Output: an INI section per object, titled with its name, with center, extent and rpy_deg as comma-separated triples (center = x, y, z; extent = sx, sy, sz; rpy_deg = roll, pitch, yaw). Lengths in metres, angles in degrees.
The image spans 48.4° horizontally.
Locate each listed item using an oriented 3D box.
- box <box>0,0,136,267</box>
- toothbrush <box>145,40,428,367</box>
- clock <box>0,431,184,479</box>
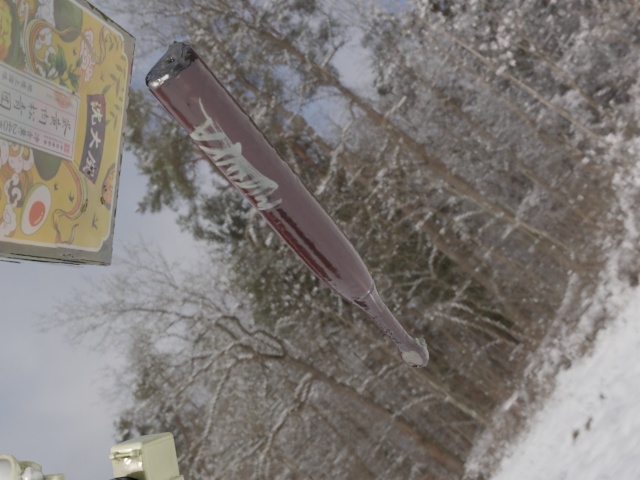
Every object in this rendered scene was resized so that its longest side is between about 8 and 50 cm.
[box]
center = -0.408, -0.162, 0.915
extent = 0.420, 0.138, 0.373
rpy_deg = 24, -111, -76
[toothbrush]
center = 0.000, 0.001, 0.537
extent = 0.041, 0.041, 0.364
rpy_deg = -46, -53, -7
[clock]
center = -0.306, 0.389, 0.886
extent = 0.120, 0.277, 0.379
rpy_deg = -15, -11, 23
